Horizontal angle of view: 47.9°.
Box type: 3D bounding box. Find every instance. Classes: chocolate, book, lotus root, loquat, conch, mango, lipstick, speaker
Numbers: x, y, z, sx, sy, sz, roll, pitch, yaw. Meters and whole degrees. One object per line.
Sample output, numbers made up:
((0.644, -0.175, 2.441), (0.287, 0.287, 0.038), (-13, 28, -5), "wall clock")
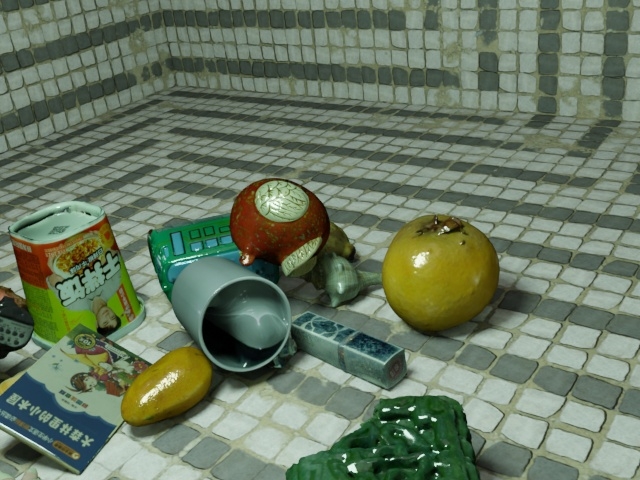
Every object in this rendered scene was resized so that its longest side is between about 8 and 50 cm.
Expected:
((-0.806, 0.183, 1.831), (0.124, 0.127, 0.133), (-27, 26, -7), "chocolate")
((-0.502, 0.315, 1.503), (0.228, 0.018, 0.322), (28, 33, 4), "book")
((0.000, 0.000, 2.014), (0.214, 0.138, 0.138), (13, 31, 14), "lotus root")
((0.275, 0.065, 1.656), (0.275, 0.274, 0.275), (-6, 27, 3), "loquat")
((0.043, 0.109, 1.798), (0.137, 0.234, 0.114), (-37, 32, 36), "conch")
((-0.315, 0.303, 1.493), (0.147, 0.109, 0.227), (12, 33, 30), "mango")
((0.052, 0.234, 1.577), (0.290, 0.076, 0.077), (15, 36, 42), "lipstick")
((-0.780, 0.239, 1.576), (0.330, 0.198, 0.259), (-5, 41, 47), "speaker")

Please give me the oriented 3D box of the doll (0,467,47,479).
((-0.513, 0.464, 1.236), (0.275, 0.113, 0.155), (14, 42, 24), "doll")

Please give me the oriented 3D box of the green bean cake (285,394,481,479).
((0.099, 0.392, 1.150), (0.308, 0.169, 0.300), (-7, 27, 4), "green bean cake")

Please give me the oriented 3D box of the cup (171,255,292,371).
((-0.214, 0.152, 1.631), (0.206, 0.205, 0.312), (-18, 16, -21), "cup")

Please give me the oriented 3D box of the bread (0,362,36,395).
((-0.611, 0.322, 1.555), (0.119, 0.084, 0.177), (26, 41, 37), "bread")

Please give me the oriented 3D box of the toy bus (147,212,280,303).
((-0.275, 0.050, 1.914), (0.344, 0.183, 0.199), (-13, 35, -9), "toy bus")

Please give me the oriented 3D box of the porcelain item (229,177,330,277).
((-0.110, -0.018, 1.713), (0.253, 0.252, 0.253), (-6, 27, 3), "porcelain item")

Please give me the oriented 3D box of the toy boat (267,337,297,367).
((-0.086, 0.238, 1.618), (0.066, 0.059, 0.140), (-18, 27, 13), "toy boat")

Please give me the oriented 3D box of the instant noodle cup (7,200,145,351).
((-0.611, 0.082, 1.789), (0.294, 0.307, 0.294), (-6, 26, 3), "instant noodle cup")
